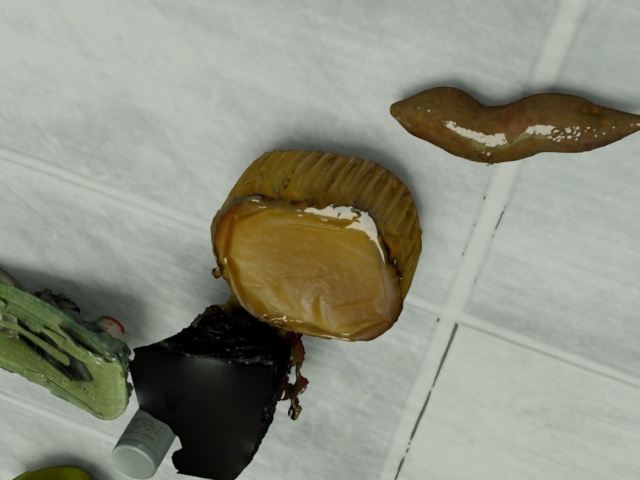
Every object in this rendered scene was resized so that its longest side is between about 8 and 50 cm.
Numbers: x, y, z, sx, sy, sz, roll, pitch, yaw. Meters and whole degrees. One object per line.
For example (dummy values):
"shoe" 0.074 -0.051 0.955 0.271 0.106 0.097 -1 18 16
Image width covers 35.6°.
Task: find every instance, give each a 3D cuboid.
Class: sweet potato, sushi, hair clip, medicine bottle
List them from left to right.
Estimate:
"hair clip" -0.341 0.100 1.163 0.321 0.091 0.138 20 129 20
"medicine bottle" -0.207 0.236 1.204 0.058 0.091 0.058 10 127 14
"sushi" -0.090 0.140 1.051 0.153 0.150 0.172 6 126 17
"sweet potato" 0.165 -0.096 0.848 0.218 0.051 0.065 6 124 17

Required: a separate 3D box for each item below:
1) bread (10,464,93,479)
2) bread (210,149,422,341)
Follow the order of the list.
"bread" -0.331 0.486 1.387 0.166 0.112 0.383 -3 106 30
"bread" 0.000 -0.001 0.949 0.199 0.104 0.199 13 132 15
